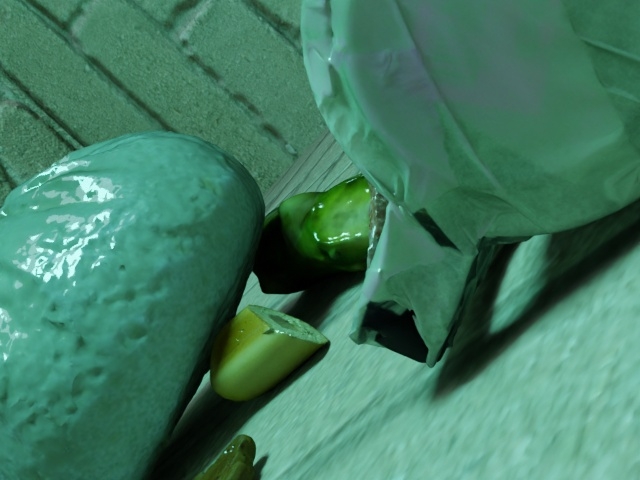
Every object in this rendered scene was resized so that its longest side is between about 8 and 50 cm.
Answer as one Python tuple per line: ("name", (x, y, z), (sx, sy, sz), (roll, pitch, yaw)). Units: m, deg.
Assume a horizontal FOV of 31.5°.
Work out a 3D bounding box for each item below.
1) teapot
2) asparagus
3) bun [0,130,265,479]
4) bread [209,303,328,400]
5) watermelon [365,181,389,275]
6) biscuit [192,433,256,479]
("teapot", (0.095, -0.068, 0.496), (0.163, 0.221, 0.178), (-4, 12, 19))
("asparagus", (0.000, -0.002, 0.929), (0.085, 0.082, 0.343), (-12, -1, -13))
("bun", (-0.187, 0.068, 0.934), (0.362, 0.211, 0.362), (-60, 4, 7))
("bread", (-0.035, 0.070, 0.797), (0.103, 0.049, 0.062), (-42, 36, 39))
("watermelon", (0.070, -0.018, 0.692), (0.098, 0.121, 0.158), (103, 162, -72))
("biscuit", (-0.079, 0.167, 0.646), (0.130, 0.019, 0.119), (-43, 8, 34))
